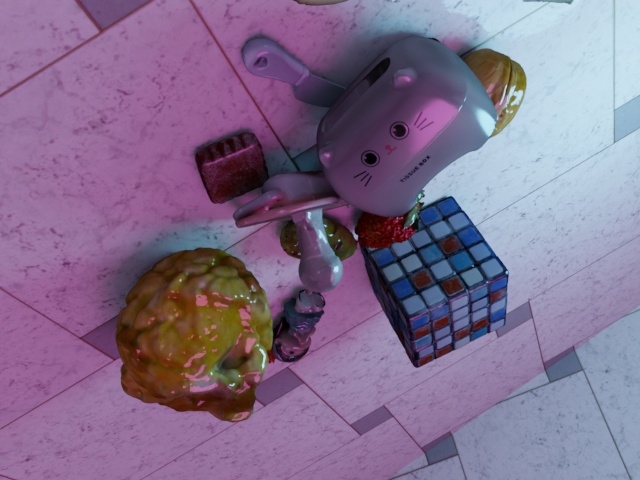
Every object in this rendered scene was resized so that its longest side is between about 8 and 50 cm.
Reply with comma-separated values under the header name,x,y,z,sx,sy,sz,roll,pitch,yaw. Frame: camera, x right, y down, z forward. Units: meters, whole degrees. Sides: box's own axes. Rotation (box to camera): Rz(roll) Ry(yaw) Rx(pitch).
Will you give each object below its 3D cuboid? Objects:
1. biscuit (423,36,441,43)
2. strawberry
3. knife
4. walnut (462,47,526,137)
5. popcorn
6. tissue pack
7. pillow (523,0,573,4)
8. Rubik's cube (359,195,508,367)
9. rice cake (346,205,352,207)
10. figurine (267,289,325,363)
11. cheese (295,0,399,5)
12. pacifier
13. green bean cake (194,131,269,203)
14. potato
name,x,y,z,sx,sy,sz,roll,pitch,yaw
biscuit,0.187,-0.339,1.524,0.191,0.049,0.192,-17,149,-10
strawberry,0.153,-0.072,1.778,0.098,0.175,0.228,30,154,-23
knife,-0.024,-0.302,1.427,0.080,0.044,0.331,-40,145,27
walnut,0.347,-0.309,1.579,0.165,0.165,0.197,-4,138,-31
popcorn,-0.278,0.206,1.649,0.343,0.354,0.391,-3,98,-2
tissue pack,0.143,-0.221,1.412,0.235,0.230,0.333,27,124,-33
pillow,0.468,-0.547,1.438,0.134,0.078,0.181,-12,144,-19
Rubik's cube,0.301,0.111,1.950,0.292,0.287,0.292,-24,144,-6
rice cake,0.086,-0.157,1.663,0.069,0.063,0.207,-15,142,-14
figurine,-0.073,0.236,2.007,0.137,0.110,0.246,5,130,-25
cheese,0.050,-0.456,1.281,0.251,0.054,0.127,2,134,-37
pacifier,-0.028,-0.043,1.554,0.220,0.273,0.332,-54,160,25
green bean cake,-0.179,-0.149,1.496,0.135,0.056,0.136,-21,144,-8
potato,0.000,0.000,1.773,0.225,0.090,0.117,10,129,-40
